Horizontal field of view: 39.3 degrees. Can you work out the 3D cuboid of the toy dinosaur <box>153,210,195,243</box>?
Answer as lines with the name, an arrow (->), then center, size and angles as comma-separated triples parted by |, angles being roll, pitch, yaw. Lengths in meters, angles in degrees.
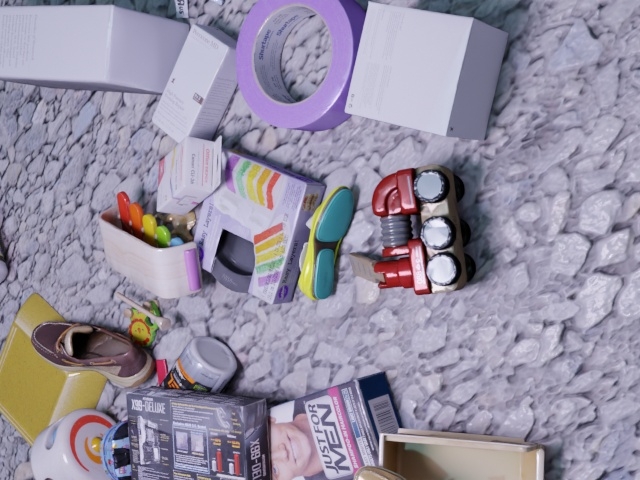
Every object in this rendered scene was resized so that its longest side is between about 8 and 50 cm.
toy dinosaur -> -0.315, -0.048, 1.948 | 0.093, 0.053, 0.183 | -25, 79, 18

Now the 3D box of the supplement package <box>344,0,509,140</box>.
supplement package -> 0.180, -0.285, 1.522 | 0.203, 0.149, 0.194 | 19, 102, 33

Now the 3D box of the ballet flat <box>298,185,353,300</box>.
ballet flat -> 0.000, 0.000, 1.709 | 0.077, 0.077, 0.230 | 27, 109, 49

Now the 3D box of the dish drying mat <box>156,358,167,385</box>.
dish drying mat -> -0.351, 0.307, 1.999 | 0.032, 0.008, 0.083 | -11, 86, 35

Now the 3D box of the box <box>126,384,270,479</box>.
box -> -0.242, 0.419, 1.752 | 0.308, 0.076, 0.242 | -1, 94, 34

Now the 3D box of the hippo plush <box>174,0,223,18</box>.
hippo plush -> -0.375, -0.620, 1.847 | 0.234, 0.237, 0.294 | -9, 86, 35

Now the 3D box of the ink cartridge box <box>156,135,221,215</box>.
ink cartridge box -> -0.270, -0.137, 1.836 | 0.198, 0.067, 0.115 | -30, 56, 54

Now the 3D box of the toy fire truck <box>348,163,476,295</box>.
toy fire truck -> 0.136, -0.007, 1.583 | 0.246, 0.158, 0.217 | -9, 87, 24

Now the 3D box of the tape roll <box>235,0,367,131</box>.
tape roll -> -0.030, -0.347, 1.706 | 0.275, 0.090, 0.274 | 1, 91, 34

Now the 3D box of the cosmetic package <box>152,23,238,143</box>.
cosmetic package -> -0.249, -0.320, 1.862 | 0.117, 0.085, 0.231 | 37, 113, 28

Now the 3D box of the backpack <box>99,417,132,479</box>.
backpack -> -0.407, 0.459, 1.942 | 0.117, 0.173, 0.158 | -13, 85, 35

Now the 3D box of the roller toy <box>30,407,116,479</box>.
roller toy -> -0.537, 0.486, 2.023 | 0.146, 0.191, 0.209 | -33, 73, 30

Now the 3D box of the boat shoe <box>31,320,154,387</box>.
boat shoe -> -0.535, 0.232, 2.029 | 0.342, 0.123, 0.123 | 15, 58, 31

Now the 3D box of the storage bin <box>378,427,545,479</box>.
storage bin -> 0.232, 0.455, 1.475 | 0.261, 0.123, 0.262 | 1, 84, 17

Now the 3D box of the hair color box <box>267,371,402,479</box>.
hair color box -> -0.015, 0.383, 1.709 | 0.347, 0.105, 0.173 | -25, 77, 33

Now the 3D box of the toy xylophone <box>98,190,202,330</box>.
toy xylophone -> -0.377, 0.047, 1.928 | 0.323, 0.081, 0.236 | 32, 133, 37

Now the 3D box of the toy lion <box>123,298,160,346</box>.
toy lion -> -0.396, 0.190, 2.016 | 0.100, 0.034, 0.096 | -21, 87, 33

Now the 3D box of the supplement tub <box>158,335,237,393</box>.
supplement tub -> -0.267, 0.302, 1.874 | 0.117, 0.117, 0.190 | 46, 116, 25

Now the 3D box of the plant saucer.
plant saucer -> -0.691, 0.350, 2.196 | 0.333, 0.081, 0.332 | 36, 111, 29

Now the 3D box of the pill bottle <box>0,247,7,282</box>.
pill bottle -> -0.938, -0.034, 2.289 | 0.188, 0.188, 0.333 | -32, 74, 31

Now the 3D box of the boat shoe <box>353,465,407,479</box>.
boat shoe -> 0.131, 0.419, 1.406 | 0.190, 0.072, 0.068 | 29, 92, 17

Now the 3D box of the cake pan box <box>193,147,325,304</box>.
cake pan box -> -0.135, -0.028, 1.803 | 0.246, 0.070, 0.266 | 27, 106, 34

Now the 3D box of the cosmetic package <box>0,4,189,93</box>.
cosmetic package -> -0.533, -0.418, 1.970 | 0.453, 0.230, 0.161 | 10, 96, 34
